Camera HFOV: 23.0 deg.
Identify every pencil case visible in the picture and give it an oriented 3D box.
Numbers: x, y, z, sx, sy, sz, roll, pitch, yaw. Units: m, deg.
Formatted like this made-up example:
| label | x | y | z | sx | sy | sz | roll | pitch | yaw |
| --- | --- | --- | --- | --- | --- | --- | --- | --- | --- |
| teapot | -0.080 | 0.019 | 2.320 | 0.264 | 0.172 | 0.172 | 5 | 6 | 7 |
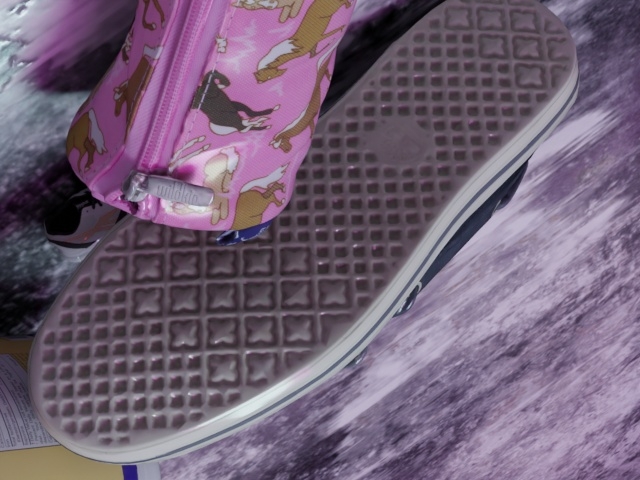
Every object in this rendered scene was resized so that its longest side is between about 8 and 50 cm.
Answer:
| label | x | y | z | sx | sy | sz | roll | pitch | yaw |
| --- | --- | --- | --- | --- | --- | --- | --- | --- | --- |
| pencil case | -0.038 | -0.174 | 0.938 | 0.160 | 0.167 | 0.386 | 0 | 136 | -27 |

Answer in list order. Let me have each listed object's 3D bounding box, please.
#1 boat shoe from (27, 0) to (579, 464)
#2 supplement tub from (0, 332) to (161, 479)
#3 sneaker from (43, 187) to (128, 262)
| label | x | y | z | sx | sy | sz | roll | pitch | yaw |
| --- | --- | --- | --- | --- | --- | --- | --- | --- | --- |
| boat shoe | 0.000 | 0.000 | 1.173 | 0.500 | 0.187 | 0.156 | -41 | 163 | -24 |
| supplement tub | -0.303 | 0.189 | 1.105 | 0.331 | 0.241 | 0.241 | 0 | 135 | -48 |
| sneaker | -0.155 | -0.026 | 1.155 | 0.109 | 0.040 | 0.044 | -39 | 148 | 3 |
